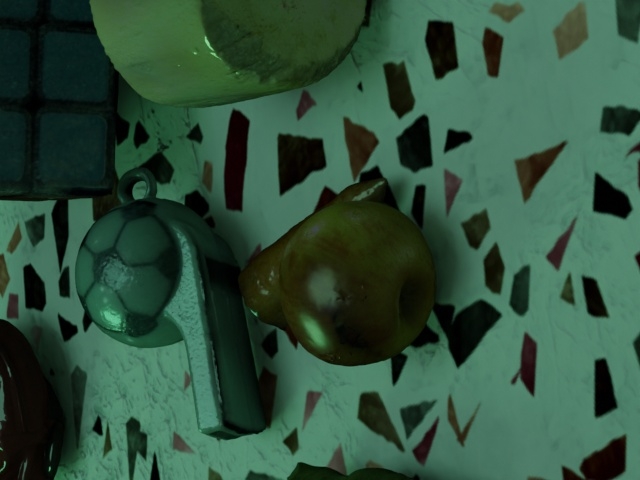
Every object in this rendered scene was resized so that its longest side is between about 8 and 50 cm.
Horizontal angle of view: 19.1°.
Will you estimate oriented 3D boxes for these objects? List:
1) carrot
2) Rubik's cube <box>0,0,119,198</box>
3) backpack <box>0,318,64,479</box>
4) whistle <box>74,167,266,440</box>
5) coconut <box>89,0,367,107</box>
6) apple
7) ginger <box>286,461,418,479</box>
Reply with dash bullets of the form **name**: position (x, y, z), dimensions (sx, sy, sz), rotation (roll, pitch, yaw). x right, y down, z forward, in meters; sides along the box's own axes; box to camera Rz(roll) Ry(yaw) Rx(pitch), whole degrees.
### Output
- **carrot**: position (0.000, 0.000, 1.741), dimensions (0.205, 0.072, 0.072), rotation (-47, 56, 38)
- **Rubik's cube**: position (-0.406, -0.212, 1.963), dimensions (0.344, 0.344, 0.337), rotation (-179, 90, -68)
- **backpack**: position (-0.386, 0.192, 2.161), dimensions (0.229, 0.139, 0.229), rotation (11, 104, 51)
- **whistle**: position (-0.160, 0.065, 1.872), dimensions (0.163, 0.163, 0.290), rotation (-26, 70, 48)
- **coconut**: position (-0.094, -0.237, 1.729), dimensions (0.244, 0.239, 0.239), rotation (2, 92, 52)
- **apple**: position (0.034, 0.041, 1.640), dimensions (0.146, 0.146, 0.146), rotation (1, 92, 51)
- **ginger**: position (0.062, 0.269, 1.658), dimensions (0.290, 0.089, 0.137), rotation (-4, 69, 46)
